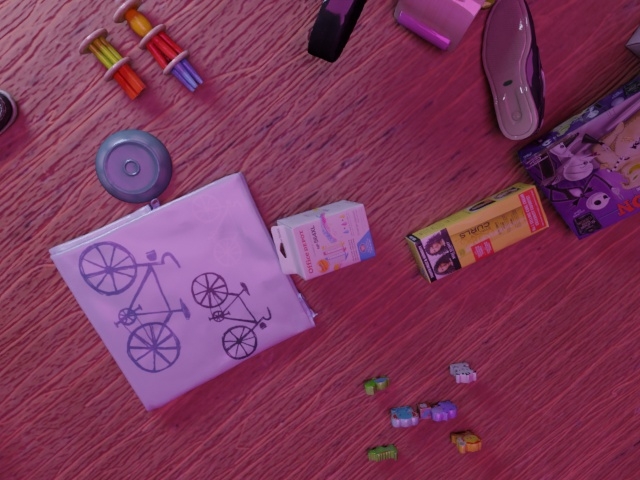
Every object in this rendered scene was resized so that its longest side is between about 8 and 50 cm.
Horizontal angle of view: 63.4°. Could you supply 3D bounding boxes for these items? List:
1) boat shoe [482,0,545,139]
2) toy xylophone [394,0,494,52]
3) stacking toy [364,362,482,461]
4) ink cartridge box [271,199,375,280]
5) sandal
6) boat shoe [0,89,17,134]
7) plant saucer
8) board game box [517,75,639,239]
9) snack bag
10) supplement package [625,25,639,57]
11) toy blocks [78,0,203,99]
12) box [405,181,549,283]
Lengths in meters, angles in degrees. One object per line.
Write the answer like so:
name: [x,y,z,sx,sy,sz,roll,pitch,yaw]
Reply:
boat shoe: [0.327,-0.286,0.862,0.079,0.084,0.233,-17,99,-44]
toy xylophone: [0.220,-0.473,0.786,0.236,0.081,0.322,41,97,1]
stacking toy: [0.194,0.331,0.978,0.221,0.052,0.166,-7,103,-6]
ink cartridge box: [0.000,0.000,0.844,0.143,0.090,0.092,-19,105,-16]
sandal: [0.068,-0.463,0.674,0.107,0.167,0.445,26,97,-1]
boat shoe: [-0.562,-0.162,0.750,0.228,0.068,0.081,-21,105,-3]
plant saucer: [-0.298,-0.116,0.824,0.119,0.021,0.119,-2,103,-8]
board game box: [0.528,-0.157,0.828,0.347,0.056,0.208,-34,119,30]
snack bag: [-0.217,0.081,0.872,0.343,0.037,0.323,-27,105,-5]
supplement package: [0.707,-0.319,0.846,0.293,0.175,0.177,32,98,-13]
toy blocks: [-0.263,-0.265,0.780,0.123,0.054,0.148,-42,105,2]
box: [0.273,-0.014,0.910,0.232,0.058,0.087,-25,104,-3]
